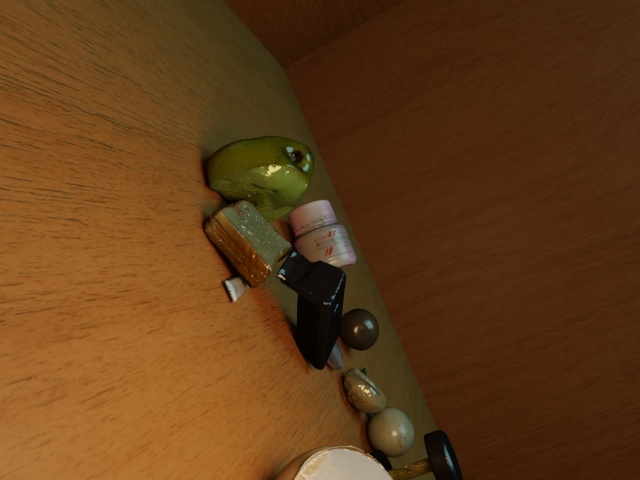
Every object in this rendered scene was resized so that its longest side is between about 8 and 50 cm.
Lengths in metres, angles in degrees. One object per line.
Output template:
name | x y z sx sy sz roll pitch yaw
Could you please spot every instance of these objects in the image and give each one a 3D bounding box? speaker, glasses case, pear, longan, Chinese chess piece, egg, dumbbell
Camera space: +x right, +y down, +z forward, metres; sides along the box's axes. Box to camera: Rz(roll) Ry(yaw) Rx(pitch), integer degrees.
speaker | -0.032 0.230 1.565 0.180 0.183 0.389 -57 157 -47
glasses case | 0.014 0.385 1.812 0.283 0.067 0.109 58 17 -25
pear | -0.174 -0.238 1.586 0.342 0.317 0.239 43 30 -58
longan | 0.179 0.408 2.170 0.212 0.197 0.198 44 25 -64
Chinese chess piece | 0.038 0.617 1.000 0.337 0.141 0.338 19 45 -21
egg | 0.284 0.776 1.910 0.253 0.186 0.187 108 -41 -82
dumbbell | 0.328 0.831 1.695 0.204 0.322 0.204 60 14 -25

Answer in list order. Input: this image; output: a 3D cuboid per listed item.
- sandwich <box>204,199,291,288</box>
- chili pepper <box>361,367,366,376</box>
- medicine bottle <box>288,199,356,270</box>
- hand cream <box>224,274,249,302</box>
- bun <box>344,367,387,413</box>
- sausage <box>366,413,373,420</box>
sandwich | -0.220 -0.006 1.436 0.249 0.095 0.273 48 16 -4
chili pepper | 0.203 0.630 2.212 0.118 0.035 0.056 -92 169 -81
medicine bottle | 0.000 0.000 2.049 0.302 0.241 0.241 69 13 12
hand cream | -0.230 0.123 1.378 0.194 0.042 0.067 -40 113 -72
bun | 0.166 0.620 1.900 0.222 0.128 0.222 40 -3 2
sausage | 0.226 0.773 2.040 0.254 0.034 0.034 64 13 -6
